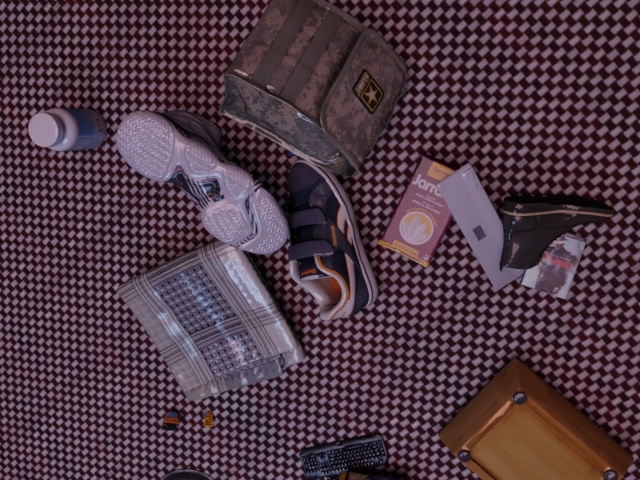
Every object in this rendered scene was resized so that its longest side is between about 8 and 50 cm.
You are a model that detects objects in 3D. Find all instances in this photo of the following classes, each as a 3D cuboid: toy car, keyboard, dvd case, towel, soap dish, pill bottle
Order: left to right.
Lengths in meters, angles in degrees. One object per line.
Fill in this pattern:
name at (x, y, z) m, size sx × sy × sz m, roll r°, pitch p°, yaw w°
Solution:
pill bottle at (-0.516, -0.227, 1.322) m, size 0.087 × 0.160 × 0.087 m, roll 2°, pitch 100°, yaw 13°
toy car at (-0.299, 0.406, 1.461) m, size 0.122 × 0.060 × 0.040 m, roll 1°, pitch 56°, yaw -3°
towel at (-0.226, 0.176, 1.346) m, size 0.312 × 0.056 × 0.324 m, roll -23°, pitch 108°, yaw 17°
keyboard at (0.052, 0.479, 1.379) m, size 0.192 × 0.038 × 0.100 m, roll -18°, pitch 96°, yaw 17°
keyboard at (0.299, -0.020, 1.188) m, size 0.072 × 0.014 × 0.256 m, roll -31°, pitch 112°, yaw 8°
soap dish at (0.407, 0.404, 1.237) m, size 0.291 × 0.118 × 0.229 m, roll 40°, pitch 107°, yaw 5°
dvd case at (0.434, 0.040, 1.207) m, size 0.087 × 0.013 × 0.119 m, roll 20°, pitch 92°, yaw 9°

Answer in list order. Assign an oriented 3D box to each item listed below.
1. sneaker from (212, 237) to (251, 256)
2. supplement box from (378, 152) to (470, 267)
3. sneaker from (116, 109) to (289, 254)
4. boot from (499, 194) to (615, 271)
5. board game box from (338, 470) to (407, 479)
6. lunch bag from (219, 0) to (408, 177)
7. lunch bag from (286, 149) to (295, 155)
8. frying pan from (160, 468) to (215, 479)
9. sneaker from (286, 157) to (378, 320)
sneaker at (-0.182, 0.004, 1.332) m, size 0.086 × 0.064 × 0.192 m, roll 19°, pitch 107°, yaw 5°
supplement box at (0.199, -0.059, 1.221) m, size 0.104 × 0.081 × 0.188 m, roll 26°, pitch 105°, yaw 8°
sneaker at (-0.205, -0.131, 1.255) m, size 0.366 × 0.210 × 0.137 m, roll 38°, pitch 107°, yaw -11°
boot at (0.421, -0.010, 1.178) m, size 0.198 × 0.077 × 0.137 m, roll 2°, pitch 109°, yaw -1°
board game box at (0.110, 0.567, 1.354) m, size 0.141 × 0.048 × 0.170 m, roll 3°, pitch 117°, yaw 12°
lunch bag at (0.001, -0.276, 1.148) m, size 0.287 × 0.169 × 0.235 m, roll 29°, pitch 70°, yaw -3°
lunch bag at (-0.022, -0.199, 1.256) m, size 0.098 × 0.067 × 0.065 m, roll -14°, pitch 97°, yaw 14°
frying pan at (-0.364, 0.626, 1.505) m, size 0.326 × 0.053 × 0.197 m, roll -2°, pitch 99°, yaw 11°
sneaker at (0.000, 0.000, 1.240) m, size 0.126 × 0.127 × 0.321 m, roll -19°, pitch 96°, yaw 52°
